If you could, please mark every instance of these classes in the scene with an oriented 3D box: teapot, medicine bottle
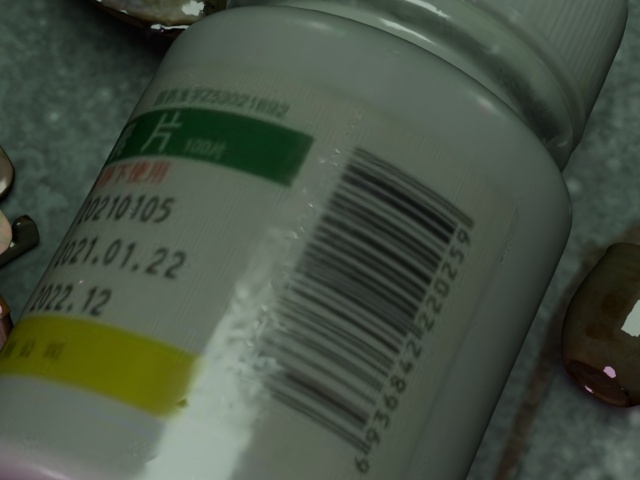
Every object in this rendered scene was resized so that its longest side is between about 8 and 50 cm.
[{"bbox_3d":[0.175,0.052,0.821,0.110,0.085,0.080,39,73,-5],"label":"teapot"},{"bbox_3d":[0.000,0.000,0.768,0.208,0.208,0.340,22,68,9],"label":"medicine bottle"}]

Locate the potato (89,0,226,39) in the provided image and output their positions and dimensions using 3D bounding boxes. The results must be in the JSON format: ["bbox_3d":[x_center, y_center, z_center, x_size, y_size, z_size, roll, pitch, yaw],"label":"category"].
[{"bbox_3d":[-0.116,-0.205,0.918,0.138,0.098,0.243,0,73,4],"label":"potato"}]

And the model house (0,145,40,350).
[{"bbox_3d":[-0.256,-0.066,0.781,0.169,0.244,0.326,-35,70,-11],"label":"model house"}]
